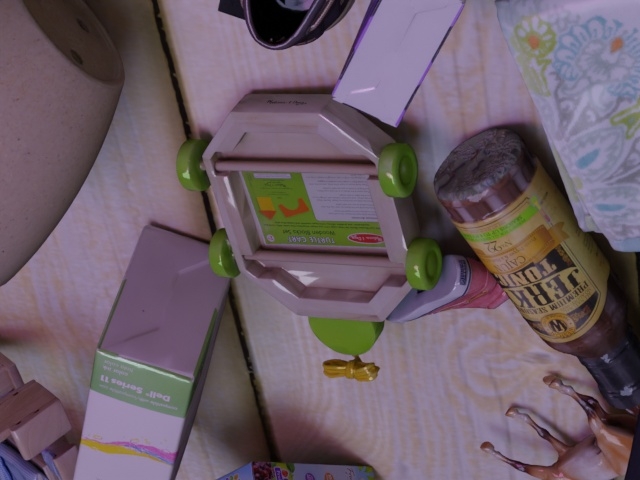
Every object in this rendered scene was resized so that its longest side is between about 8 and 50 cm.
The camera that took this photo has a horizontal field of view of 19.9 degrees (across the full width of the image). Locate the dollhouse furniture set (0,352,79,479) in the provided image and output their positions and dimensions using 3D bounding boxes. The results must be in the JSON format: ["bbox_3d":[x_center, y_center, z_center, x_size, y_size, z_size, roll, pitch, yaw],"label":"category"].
[{"bbox_3d":[-0.420,0.314,2.288,0.286,0.198,0.303,28,144,50],"label":"dollhouse furniture set"}]

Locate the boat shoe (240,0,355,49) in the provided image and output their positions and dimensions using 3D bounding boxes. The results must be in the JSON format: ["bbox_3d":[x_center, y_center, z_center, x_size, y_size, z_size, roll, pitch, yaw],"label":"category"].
[{"bbox_3d":[0.008,-0.320,1.606,0.132,0.130,0.355,14,124,5],"label":"boat shoe"}]

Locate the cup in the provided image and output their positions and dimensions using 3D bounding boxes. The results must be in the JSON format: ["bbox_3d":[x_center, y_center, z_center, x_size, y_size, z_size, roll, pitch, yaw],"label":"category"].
[{"bbox_3d":[-0.340,-0.152,1.844,0.237,0.331,0.331,-37,114,16],"label":"cup"}]

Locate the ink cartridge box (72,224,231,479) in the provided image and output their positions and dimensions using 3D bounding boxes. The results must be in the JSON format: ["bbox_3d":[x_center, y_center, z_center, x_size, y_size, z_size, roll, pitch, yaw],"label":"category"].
[{"bbox_3d":[-0.203,0.180,2.150,0.119,0.207,0.353,17,136,0],"label":"ink cartridge box"}]

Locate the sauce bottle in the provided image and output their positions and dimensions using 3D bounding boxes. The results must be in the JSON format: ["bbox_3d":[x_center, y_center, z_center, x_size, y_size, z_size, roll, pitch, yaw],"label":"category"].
[{"bbox_3d":[0.249,0.039,1.900,0.111,0.111,0.344,-19,123,35],"label":"sauce bottle"}]

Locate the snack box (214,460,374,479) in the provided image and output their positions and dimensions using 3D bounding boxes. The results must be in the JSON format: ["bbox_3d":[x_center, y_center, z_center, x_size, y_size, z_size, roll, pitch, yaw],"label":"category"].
[{"bbox_3d":[-0.058,0.334,2.271,0.207,0.070,0.174,11,150,-43],"label":"snack box"}]

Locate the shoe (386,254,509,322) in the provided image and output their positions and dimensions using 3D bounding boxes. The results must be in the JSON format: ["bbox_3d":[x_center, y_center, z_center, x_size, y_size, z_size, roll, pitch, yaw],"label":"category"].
[{"bbox_3d":[0.137,0.057,1.995,0.081,0.063,0.178,9,164,-27],"label":"shoe"}]

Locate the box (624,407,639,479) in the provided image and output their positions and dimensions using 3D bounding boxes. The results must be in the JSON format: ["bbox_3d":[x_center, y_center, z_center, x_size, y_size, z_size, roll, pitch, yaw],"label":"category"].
[{"bbox_3d":[0.479,0.175,1.730,0.293,0.395,0.212,-12,128,32],"label":"box"}]

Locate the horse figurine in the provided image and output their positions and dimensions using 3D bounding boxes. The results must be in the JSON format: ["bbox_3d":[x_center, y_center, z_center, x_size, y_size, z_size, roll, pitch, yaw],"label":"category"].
[{"bbox_3d":[0.305,0.231,2.098,0.174,0.066,0.263,34,138,-3],"label":"horse figurine"}]

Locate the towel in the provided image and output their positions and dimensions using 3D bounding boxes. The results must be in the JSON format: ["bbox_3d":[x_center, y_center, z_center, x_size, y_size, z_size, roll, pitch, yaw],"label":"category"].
[{"bbox_3d":[0.379,-0.136,1.691,0.374,0.090,0.320,-7,130,28],"label":"towel"}]

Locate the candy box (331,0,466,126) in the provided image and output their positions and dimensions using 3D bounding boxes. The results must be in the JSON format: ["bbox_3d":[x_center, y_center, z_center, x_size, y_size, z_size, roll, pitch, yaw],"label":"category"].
[{"bbox_3d":[0.091,-0.228,1.637,0.070,0.196,0.165,25,137,-3],"label":"candy box"}]

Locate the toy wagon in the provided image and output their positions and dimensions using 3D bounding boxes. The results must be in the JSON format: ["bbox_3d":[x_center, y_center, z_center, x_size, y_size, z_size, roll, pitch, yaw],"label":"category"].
[{"bbox_3d":[0.000,0.000,1.961,0.267,0.068,0.344,3,128,30],"label":"toy wagon"}]

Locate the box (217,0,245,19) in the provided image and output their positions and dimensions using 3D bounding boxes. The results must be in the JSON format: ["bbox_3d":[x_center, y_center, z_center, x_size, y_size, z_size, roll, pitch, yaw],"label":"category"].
[{"bbox_3d":[-0.050,-0.248,1.782,0.083,0.052,0.062,18,136,3],"label":"box"}]
